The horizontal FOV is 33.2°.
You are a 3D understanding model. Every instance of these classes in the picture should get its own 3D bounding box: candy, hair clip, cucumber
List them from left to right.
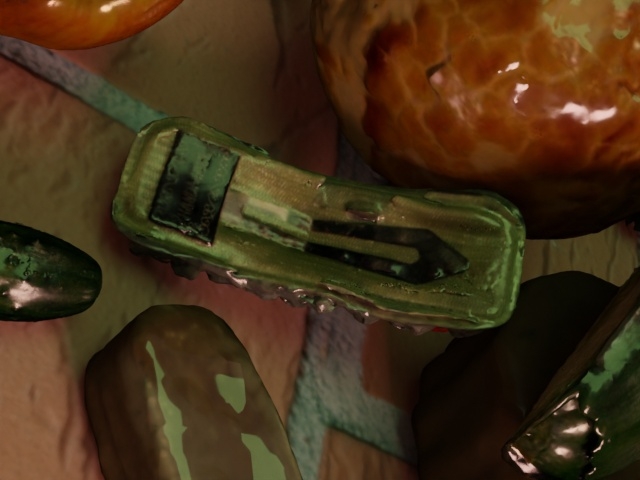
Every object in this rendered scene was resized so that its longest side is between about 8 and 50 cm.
[{"bbox_3d":[-0.252,0.012,0.698,0.227,0.069,0.069,13,55,-29],"label":"cucumber"},{"bbox_3d":[-0.080,0.160,0.713,0.102,0.104,0.234,0,63,-41],"label":"candy"},{"bbox_3d":[-0.001,0.000,0.860,0.321,0.091,0.138,15,66,-1],"label":"hair clip"},{"bbox_3d":[0.258,0.079,0.807,0.105,0.145,0.325,46,45,10],"label":"cucumber"}]

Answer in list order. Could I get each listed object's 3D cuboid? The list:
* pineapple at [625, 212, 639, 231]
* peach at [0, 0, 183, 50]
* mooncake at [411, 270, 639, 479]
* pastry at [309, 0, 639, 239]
[{"bbox_3d":[0.375,-0.152,1.246,0.223,0.223,0.357,-28,101,-46],"label":"pineapple"},{"bbox_3d":[-0.208,-0.273,0.802,0.280,0.238,0.281,-3,53,4],"label":"peach"},{"bbox_3d":[0.217,0.178,0.910,0.290,0.161,0.290,22,49,-27],"label":"mooncake"},{"bbox_3d":[0.183,-0.165,0.948,0.388,0.388,0.313,30,48,-22],"label":"pastry"}]
